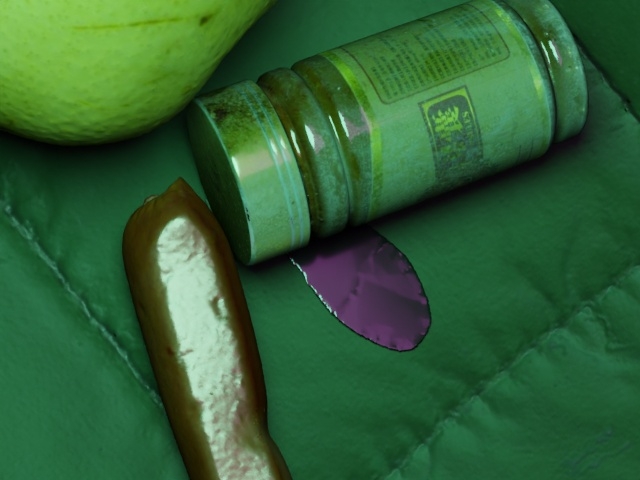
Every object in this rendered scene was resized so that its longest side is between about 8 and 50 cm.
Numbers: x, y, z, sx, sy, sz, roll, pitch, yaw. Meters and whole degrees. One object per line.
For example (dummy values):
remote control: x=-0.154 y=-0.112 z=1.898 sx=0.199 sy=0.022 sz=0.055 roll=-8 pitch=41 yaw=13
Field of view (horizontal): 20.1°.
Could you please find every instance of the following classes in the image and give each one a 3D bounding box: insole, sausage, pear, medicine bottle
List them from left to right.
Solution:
pear: x=-0.194 y=-0.245 z=1.452 sx=0.348 sy=0.348 sz=0.348 roll=2 pitch=79 yaw=-9
sausage: x=-0.092 y=0.120 z=1.520 sx=0.094 sy=0.097 sz=0.348 roll=-15 pitch=82 yaw=-2
insole: x=0.000 y=0.000 z=1.603 sx=0.253 sy=0.005 sz=0.086 roll=43 pitch=75 yaw=0
medicine bottle: x=0.059 y=-0.102 z=1.553 sx=0.322 sy=0.151 sz=0.151 roll=-21 pitch=83 yaw=-14
